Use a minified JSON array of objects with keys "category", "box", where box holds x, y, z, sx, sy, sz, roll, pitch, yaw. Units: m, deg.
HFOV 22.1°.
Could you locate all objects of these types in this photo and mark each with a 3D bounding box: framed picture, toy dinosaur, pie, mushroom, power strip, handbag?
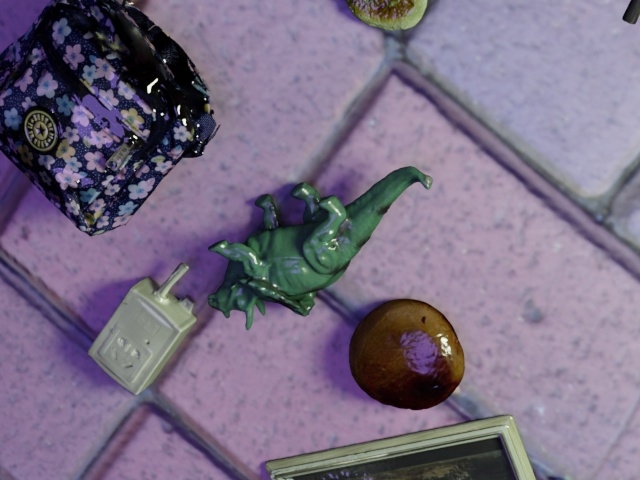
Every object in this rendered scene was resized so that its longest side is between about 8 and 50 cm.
[{"category":"framed picture","box":[0.102,0.311,1.702,0.296,0.019,0.232,-16,102,28]},{"category":"toy dinosaur","box":[-0.013,-0.012,1.598,0.120,0.079,0.292,42,123,-2]},{"category":"pie","box":[0.060,-0.232,1.510,0.084,0.021,0.084,8,113,20]},{"category":"mushroom","box":[0.083,0.117,1.618,0.123,0.052,0.123,9,110,24]},{"category":"power strip","box":[-0.180,0.086,1.728,0.075,0.042,0.175,40,120,7]},{"category":"handbag","box":[-0.222,-0.133,1.616,0.228,0.127,0.208,50,122,10]}]

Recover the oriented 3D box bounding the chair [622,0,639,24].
[{"category":"chair","box":[0.258,-0.330,1.314,0.155,0.141,0.260,29,120,11]}]
